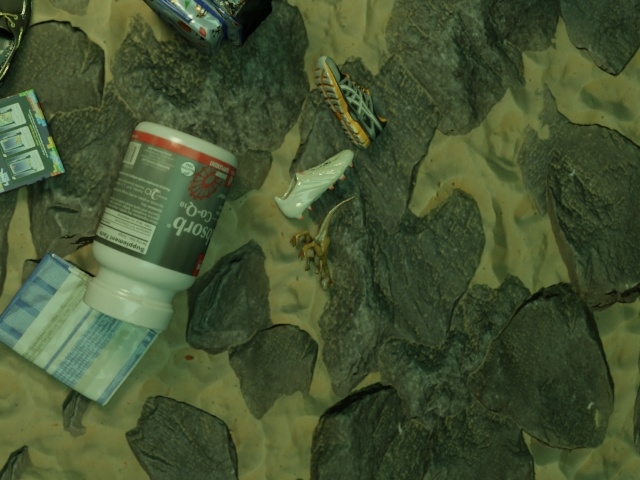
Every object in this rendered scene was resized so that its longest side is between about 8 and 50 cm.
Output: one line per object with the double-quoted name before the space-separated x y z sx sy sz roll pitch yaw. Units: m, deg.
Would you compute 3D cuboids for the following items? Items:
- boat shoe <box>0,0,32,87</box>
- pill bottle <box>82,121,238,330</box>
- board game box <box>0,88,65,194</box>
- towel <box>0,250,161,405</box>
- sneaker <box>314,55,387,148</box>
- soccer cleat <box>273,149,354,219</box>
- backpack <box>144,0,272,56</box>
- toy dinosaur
"boat shoe" -0.590 -0.389 1.739 0.081 0.069 0.227 16 93 -18
"pill bottle" -0.312 -0.026 1.791 0.210 0.210 0.362 20 89 -18
"board game box" -0.583 -0.187 1.781 0.141 0.048 0.170 -20 103 -11
"towel" -0.484 0.178 1.868 0.285 0.034 0.209 37 86 -18
"sneaker" 0.061 -0.297 1.945 0.083 0.084 0.215 -38 116 -11
"soccer cleat" -0.011 -0.128 1.951 0.196 0.068 0.076 -45 104 -4
"backpack" -0.227 -0.487 1.751 0.213 0.276 0.263 -44 94 -8
"toy dinosaur" 0.000 0.000 1.983 0.112 0.064 0.211 -2 108 -34
